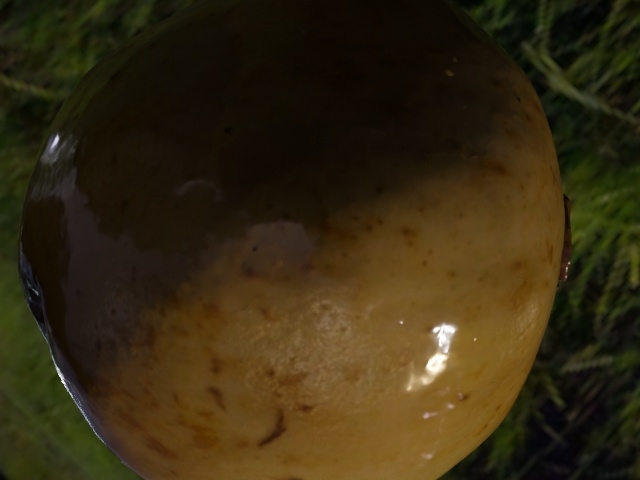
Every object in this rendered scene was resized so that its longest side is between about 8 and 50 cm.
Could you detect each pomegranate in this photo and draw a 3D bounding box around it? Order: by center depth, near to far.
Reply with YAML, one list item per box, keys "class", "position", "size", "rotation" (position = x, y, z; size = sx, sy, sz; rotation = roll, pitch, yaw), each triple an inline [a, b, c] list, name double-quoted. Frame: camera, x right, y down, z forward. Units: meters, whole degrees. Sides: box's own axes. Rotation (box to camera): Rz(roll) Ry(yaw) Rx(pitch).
- class: "pomegranate"
  position: [-0.019, -0.001, 0.783]
  size: [0.307, 0.307, 0.307]
  rotation: [42, 167, 12]
